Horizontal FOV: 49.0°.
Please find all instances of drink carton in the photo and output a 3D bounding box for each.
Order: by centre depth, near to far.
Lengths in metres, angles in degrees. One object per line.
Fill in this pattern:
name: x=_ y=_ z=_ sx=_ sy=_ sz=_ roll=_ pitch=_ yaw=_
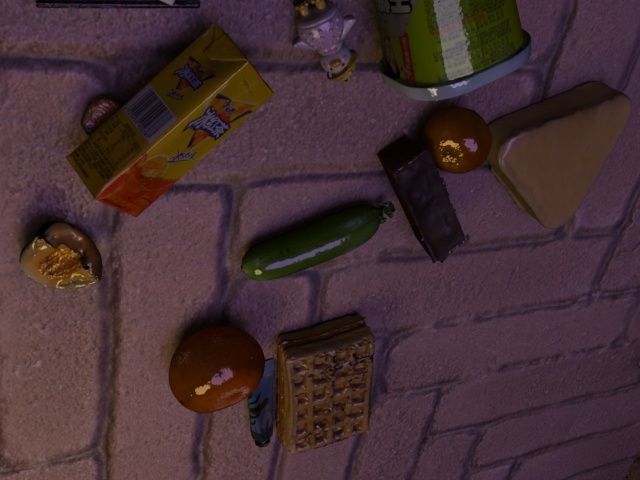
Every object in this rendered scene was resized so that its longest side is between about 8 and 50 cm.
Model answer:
drink carton: x=-0.260 y=-0.206 z=1.248 sx=0.351 sy=0.111 sz=0.154 roll=-41 pitch=162 yaw=3

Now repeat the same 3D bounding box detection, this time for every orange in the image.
orange: x=0.302 y=-0.225 z=1.548 sx=0.134 sy=0.154 sz=0.155 roll=-56 pitch=143 yaw=-35
orange: x=-0.238 y=0.293 z=1.617 sx=0.224 sy=0.170 sz=0.224 roll=-24 pitch=153 yaw=-14

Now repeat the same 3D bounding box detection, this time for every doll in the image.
doll: x=0.013 y=-0.378 z=1.323 sx=0.129 sy=0.081 sz=0.207 roll=-21 pitch=135 yaw=12

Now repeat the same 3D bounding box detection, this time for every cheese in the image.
cheese: x=0.580 y=-0.184 z=1.753 sx=0.383 sy=0.104 sz=0.384 roll=-15 pitch=129 yaw=-19

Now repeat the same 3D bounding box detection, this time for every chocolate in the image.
chocolate: x=0.234 y=-0.093 z=1.631 sx=0.111 sy=0.112 sz=0.321 roll=-35 pitch=131 yaw=-3

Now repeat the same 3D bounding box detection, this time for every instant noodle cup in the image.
instant noodle cup: x=0.215 y=-0.458 z=1.270 sx=0.293 sy=0.294 sz=0.308 roll=-27 pitch=125 yaw=-9

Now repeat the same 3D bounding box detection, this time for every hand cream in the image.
hand cream: x=-0.159 y=0.431 z=1.839 sx=0.091 sy=0.058 sz=0.272 roll=-14 pitch=123 yaw=-23

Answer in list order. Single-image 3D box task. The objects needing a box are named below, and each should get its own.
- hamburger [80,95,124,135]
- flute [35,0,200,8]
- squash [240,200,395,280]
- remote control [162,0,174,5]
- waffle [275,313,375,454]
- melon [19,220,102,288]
hamburger: x=-0.383 y=-0.216 z=1.250 sx=0.083 sy=0.044 sz=0.076 roll=-49 pitch=129 yaw=9
flute: x=-0.331 y=-0.394 z=1.170 sx=0.269 sy=0.014 sz=0.014 roll=-8 pitch=126 yaw=-23
squash: x=0.000 y=0.000 z=1.580 sx=0.378 sy=0.101 sz=0.101 roll=-23 pitch=131 yaw=-14
remote control: x=-0.227 y=-0.522 z=1.104 sx=0.102 sy=0.055 sz=0.277 roll=16 pitch=114 yaw=-35
waffle: x=0.006 y=0.384 z=1.856 sx=0.260 sy=0.114 sz=0.376 roll=-12 pitch=128 yaw=-17
melon: x=-0.507 y=0.027 z=1.347 sx=0.128 sy=0.079 sz=0.160 roll=-28 pitch=135 yaw=16
